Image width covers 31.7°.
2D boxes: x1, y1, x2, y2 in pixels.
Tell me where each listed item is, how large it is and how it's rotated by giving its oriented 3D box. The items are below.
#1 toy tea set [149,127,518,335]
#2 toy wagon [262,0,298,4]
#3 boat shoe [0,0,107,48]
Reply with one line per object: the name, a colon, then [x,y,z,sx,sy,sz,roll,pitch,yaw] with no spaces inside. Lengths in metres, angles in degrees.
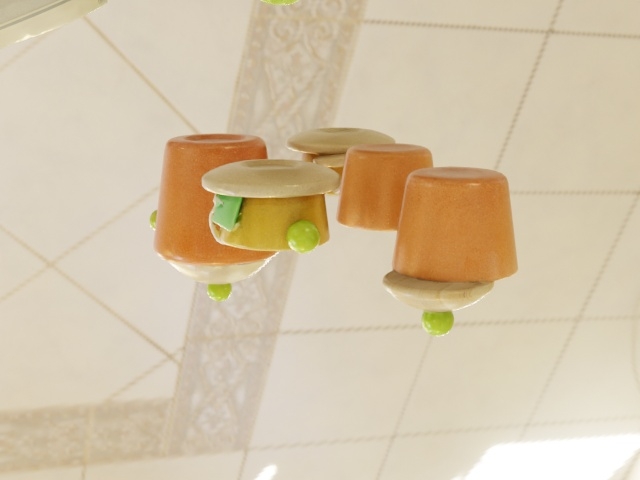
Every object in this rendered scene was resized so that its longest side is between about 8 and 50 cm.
toy tea set: [0.000,0.000,0.768,0.200,0.336,0.124,-4,102,-17]
toy wagon: [0.020,-0.358,0.883,0.068,0.344,0.267,23,138,0]
boat shoe: [-0.310,-0.211,1.022,0.227,0.079,0.081,-20,107,2]
